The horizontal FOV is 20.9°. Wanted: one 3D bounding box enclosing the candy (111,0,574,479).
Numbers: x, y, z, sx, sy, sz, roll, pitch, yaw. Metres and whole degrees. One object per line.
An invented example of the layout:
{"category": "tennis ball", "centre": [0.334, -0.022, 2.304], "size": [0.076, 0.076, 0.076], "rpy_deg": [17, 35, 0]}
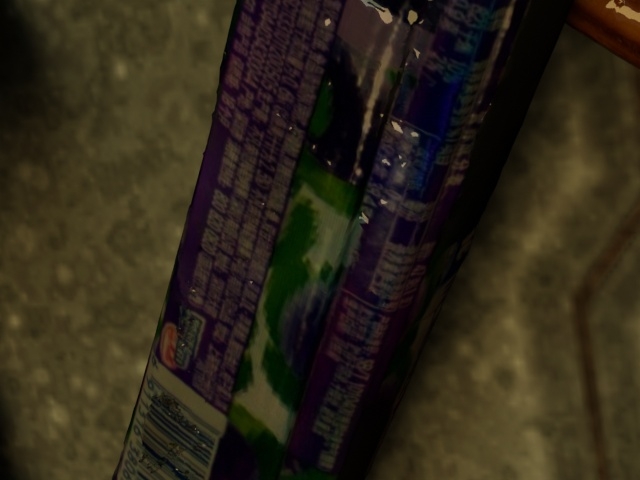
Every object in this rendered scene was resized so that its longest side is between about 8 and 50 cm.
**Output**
{"category": "candy", "centre": [0.000, 0.000, 0.571], "size": [0.088, 0.061, 0.312], "rpy_deg": [34, 133, 17]}

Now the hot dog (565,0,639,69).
{"category": "hot dog", "centre": [0.086, -0.102, 0.524], "size": [0.188, 0.055, 0.072], "rpy_deg": [36, 135, 15]}
